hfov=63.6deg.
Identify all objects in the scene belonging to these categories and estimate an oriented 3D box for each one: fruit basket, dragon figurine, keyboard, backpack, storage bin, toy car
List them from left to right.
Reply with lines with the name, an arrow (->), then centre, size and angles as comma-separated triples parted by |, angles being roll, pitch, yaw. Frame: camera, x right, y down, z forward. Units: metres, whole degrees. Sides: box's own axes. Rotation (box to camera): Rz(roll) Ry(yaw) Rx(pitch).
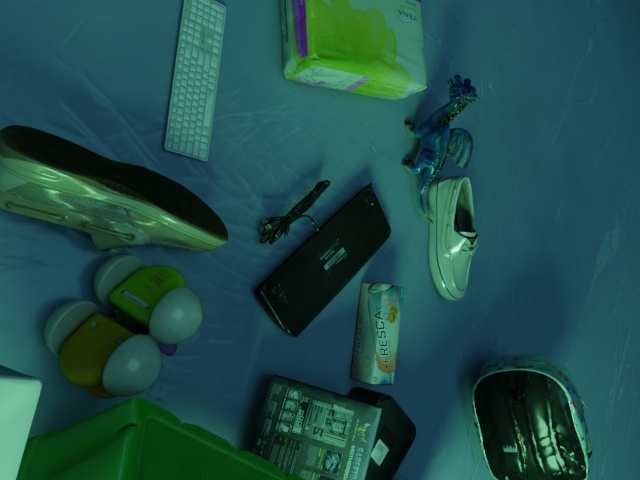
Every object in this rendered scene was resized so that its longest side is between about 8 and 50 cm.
fruit basket -> -0.207, 0.401, 0.555 | 0.391, 0.283, 0.393 | -5, 122, -8
toy car -> -0.238, 0.119, 0.664 | 0.182, 0.159, 0.136 | -53, 152, -28
keyboard -> -0.189, -0.253, 0.788 | 0.072, 0.014, 0.256 | 11, 81, -37
keyboard -> 0.000, 0.000, 0.909 | 0.317, 0.033, 0.202 | -44, 119, -32
storage bin -> 0.074, 0.367, 0.911 | 0.180, 0.084, 0.122 | -50, 116, -28
dragon figurine -> 0.245, -0.186, 1.035 | 0.085, 0.144, 0.290 | 10, 81, -36
backpack -> 0.452, 0.373, 1.119 | 0.191, 0.225, 0.254 | -27, 100, -58

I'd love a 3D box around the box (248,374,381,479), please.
box -> -0.022, 0.346, 0.796 | 0.183, 0.059, 0.233 | 15, 75, 3

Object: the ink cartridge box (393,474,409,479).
ink cartridge box -> 0.182, 0.514, 0.815 | 0.207, 0.353, 0.119 | -5, 91, -37

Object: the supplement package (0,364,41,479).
supplement package -> -0.406, 0.181, 0.413 | 0.198, 0.262, 0.200 | 25, 71, -51

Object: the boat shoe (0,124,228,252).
boat shoe -> -0.266, -0.040, 0.673 | 0.302, 0.109, 0.098 | 22, 114, -35

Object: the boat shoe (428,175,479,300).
boat shoe -> 0.293, -0.005, 1.097 | 0.096, 0.088, 0.268 | 1, 86, -38

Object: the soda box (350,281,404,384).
soda box -> 0.106, 0.172, 0.959 | 0.058, 0.062, 0.183 | 13, 79, -37

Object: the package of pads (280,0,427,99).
package of pads -> 0.066, -0.386, 0.937 | 0.296, 0.101, 0.230 | -3, 89, -37
